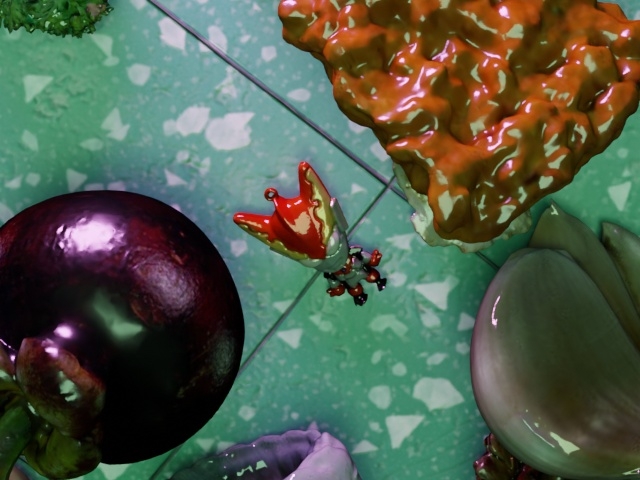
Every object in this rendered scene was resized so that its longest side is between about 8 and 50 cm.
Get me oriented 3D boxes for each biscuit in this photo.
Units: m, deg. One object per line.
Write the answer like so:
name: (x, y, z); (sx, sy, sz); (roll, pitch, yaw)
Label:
biscuit: (0.155, -0.186, 1.539); (0.318, 0.110, 0.312); (-39, 89, -17)

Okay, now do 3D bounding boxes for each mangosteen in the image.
mangosteen: (-0.224, 0.091, 1.582); (0.297, 0.313, 0.297); (1, 97, 9)

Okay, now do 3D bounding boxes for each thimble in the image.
thimble: (-0.065, 0.316, 1.689); (0.250, 0.205, 0.172); (-22, 102, -2)

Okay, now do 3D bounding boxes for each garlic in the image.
garlic: (0.281, 0.128, 1.646); (0.279, 0.132, 0.325); (-25, 69, -33)

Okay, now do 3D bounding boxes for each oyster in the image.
oyster: (0.134, -0.096, 1.650); (0.161, 0.107, 0.233); (-24, 111, 42)

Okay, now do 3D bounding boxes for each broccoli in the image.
broccoli: (-0.281, -0.293, 1.556); (0.194, 0.194, 0.219); (36, 106, -8)

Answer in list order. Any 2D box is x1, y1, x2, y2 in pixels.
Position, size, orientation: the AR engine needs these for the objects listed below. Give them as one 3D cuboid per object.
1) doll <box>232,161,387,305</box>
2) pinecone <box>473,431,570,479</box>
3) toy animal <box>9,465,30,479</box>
doll: (0.000, 0.000, 1.698); (0.109, 0.057, 0.169); (-37, 116, 24)
pinecone: (0.252, 0.279, 1.716); (0.195, 0.150, 0.179); (3, 107, -11)
toy animal: (-0.375, 0.406, 1.716); (0.256, 0.195, 0.213); (-43, 92, 11)
